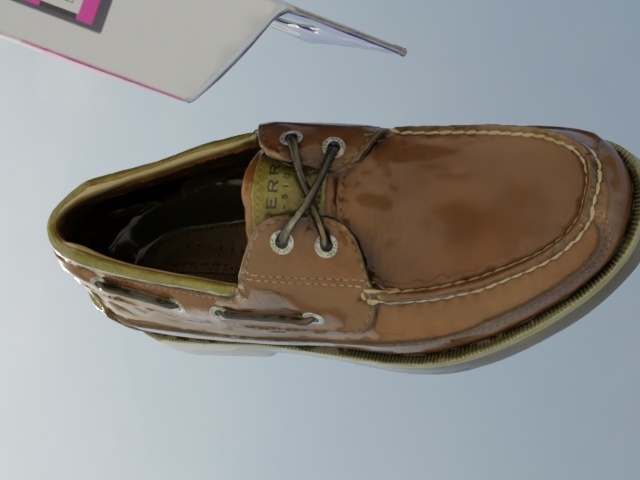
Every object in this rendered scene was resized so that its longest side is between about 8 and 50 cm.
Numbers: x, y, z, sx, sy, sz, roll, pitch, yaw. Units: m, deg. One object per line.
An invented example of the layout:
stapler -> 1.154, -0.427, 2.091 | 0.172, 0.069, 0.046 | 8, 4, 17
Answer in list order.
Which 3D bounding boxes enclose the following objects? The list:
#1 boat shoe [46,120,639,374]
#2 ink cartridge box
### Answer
boat shoe -> 0.000, 0.000, 0.751 | 0.307, 0.104, 0.110 | -12, -120, 34
ink cartridge box -> -0.158, -0.131, 0.736 | 0.176, 0.371, 0.069 | -149, -103, -73
